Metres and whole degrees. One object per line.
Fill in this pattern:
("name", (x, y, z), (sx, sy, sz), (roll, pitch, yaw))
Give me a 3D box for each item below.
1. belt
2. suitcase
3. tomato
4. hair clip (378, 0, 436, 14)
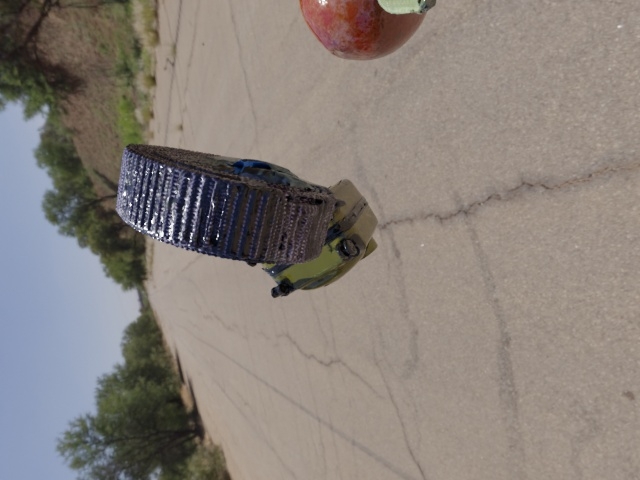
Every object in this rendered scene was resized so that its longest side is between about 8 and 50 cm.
("belt", (-0.132, -0.057, 0.630), (0.324, 0.260, 0.122), (23, 106, 45))
("suitcase", (0.000, 0.000, 0.850), (0.143, 0.193, 0.235), (54, -156, -5))
("tomato", (0.081, -0.480, 0.901), (0.265, 0.264, 0.265), (167, 90, -69))
("hair clip", (0.153, -0.502, 0.662), (0.138, 0.091, 0.322), (32, 128, 49))
